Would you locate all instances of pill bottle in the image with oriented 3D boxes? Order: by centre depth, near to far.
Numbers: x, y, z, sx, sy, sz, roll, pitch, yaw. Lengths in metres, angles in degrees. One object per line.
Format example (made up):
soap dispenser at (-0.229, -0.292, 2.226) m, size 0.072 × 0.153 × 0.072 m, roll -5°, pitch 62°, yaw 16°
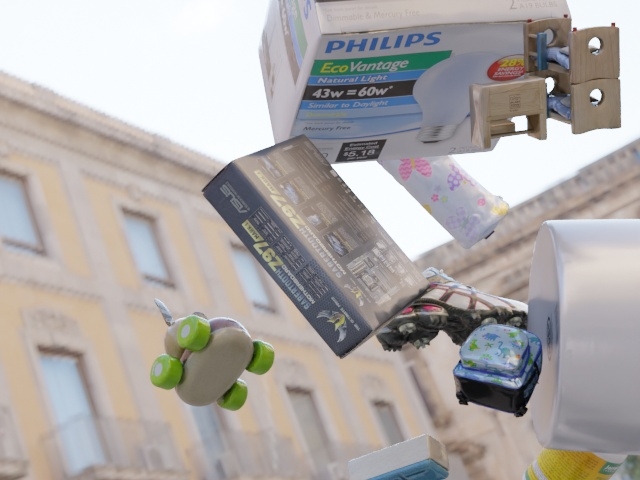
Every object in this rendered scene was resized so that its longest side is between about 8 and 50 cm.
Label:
pill bottle at (0.439, 0.357, 2.160) m, size 0.118 × 0.117 × 0.208 m, roll 6°, pitch -56°, yaw -48°

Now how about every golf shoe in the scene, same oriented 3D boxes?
golf shoe at (0.197, 0.091, 1.865) m, size 0.273 × 0.120 × 0.105 m, roll 6°, pitch -39°, yaw -28°

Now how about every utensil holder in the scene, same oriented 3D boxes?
utensil holder at (0.482, 0.128, 1.697) m, size 0.386 × 0.327 × 0.327 m, roll 1°, pitch -24°, yaw 2°

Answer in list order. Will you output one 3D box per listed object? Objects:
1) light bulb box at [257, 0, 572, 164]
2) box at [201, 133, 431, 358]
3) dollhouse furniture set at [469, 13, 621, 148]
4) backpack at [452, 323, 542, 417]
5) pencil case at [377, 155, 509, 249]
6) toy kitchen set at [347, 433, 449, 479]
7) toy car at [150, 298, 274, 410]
light bulb box at (0.117, -0.295, 1.852) m, size 0.358 × 0.225 × 0.361 m, roll -6°, pitch -24°, yaw -13°
box at (0.000, 0.000, 1.399) m, size 0.059 × 0.232 × 0.183 m, roll -43°, pitch -6°, yaw 26°
dollhouse furniture set at (0.252, -0.197, 1.574) m, size 0.184 × 0.129 × 0.129 m, roll -9°, pitch 17°, yaw -17°
backpack at (0.234, 0.157, 1.677) m, size 0.114 × 0.105 × 0.084 m, roll -49°, pitch -39°, yaw -47°
pencil case at (0.239, -0.109, 2.513) m, size 0.124 × 0.273 × 0.113 m, roll -46°, pitch -4°, yaw 7°
toy kitchen set at (0.146, 0.374, 1.666) m, size 0.122 × 0.166 × 0.207 m, roll -25°, pitch -39°, yaw 24°
toy car at (-0.188, 0.152, 2.012) m, size 0.155 × 0.188 × 0.149 m, roll 25°, pitch -71°, yaw -36°
